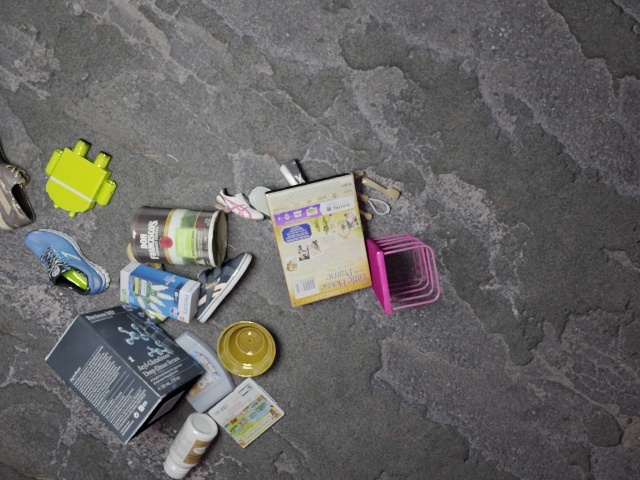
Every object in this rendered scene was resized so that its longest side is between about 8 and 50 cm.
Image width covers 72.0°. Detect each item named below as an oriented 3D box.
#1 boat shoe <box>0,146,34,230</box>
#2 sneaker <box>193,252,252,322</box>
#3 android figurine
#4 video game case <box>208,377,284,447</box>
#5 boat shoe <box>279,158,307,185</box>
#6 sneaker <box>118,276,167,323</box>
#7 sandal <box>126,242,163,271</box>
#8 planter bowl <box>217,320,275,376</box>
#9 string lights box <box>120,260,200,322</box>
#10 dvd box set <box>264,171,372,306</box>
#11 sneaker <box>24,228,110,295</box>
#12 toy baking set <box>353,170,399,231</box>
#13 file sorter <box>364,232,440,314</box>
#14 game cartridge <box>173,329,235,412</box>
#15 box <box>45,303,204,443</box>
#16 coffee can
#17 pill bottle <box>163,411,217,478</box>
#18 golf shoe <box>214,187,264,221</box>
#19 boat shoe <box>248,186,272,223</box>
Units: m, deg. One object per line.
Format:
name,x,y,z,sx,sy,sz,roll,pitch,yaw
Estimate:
boat shoe,-1.113,-0.216,1.569,0.130,0.132,0.356,-9,108,-7
sneaker,-0.385,0.150,1.602,0.127,0.126,0.321,38,100,-11
android figurine,-0.870,-0.217,1.586,0.248,0.056,0.273,29,99,-4
video game case,-0.292,0.680,1.742,0.227,0.026,0.206,-41,96,7
boat shoe,-0.049,-0.190,1.565,0.076,0.080,0.229,-37,89,8
sneaker,-0.652,0.211,1.657,0.235,0.084,0.097,47,72,-6
sandal,-0.620,0.103,1.607,0.079,0.088,0.240,-28,96,45
planter bowl,-0.272,0.393,1.658,0.217,0.090,0.217,0,100,1
string lights box,-0.557,0.179,1.534,0.259,0.077,0.133,17,119,5
dvd box set,0.000,0.000,1.541,0.307,0.062,0.421,-15,109,-7
sneaker,-0.931,0.080,1.593,0.330,0.147,0.130,38,98,-4
toy baking set,0.144,-0.146,1.591,0.256,0.030,0.197,-36,100,7
file sorter,0.271,0.095,1.497,0.182,0.291,0.202,-10,99,0
game cartridge,-0.478,0.503,1.703,0.198,0.062,0.297,-36,97,11
box,-0.665,0.438,1.534,0.395,0.293,0.212,39,98,9
coffee can,-0.484,-0.014,1.534,0.275,0.201,0.202,3,100,2
pill bottle,-0.510,0.801,1.713,0.131,0.131,0.229,32,99,-4
golf shoe,-0.286,-0.125,1.582,0.186,0.067,0.086,21,98,-2
boat shoe,-0.124,-0.093,1.572,0.302,0.091,0.114,41,86,-18
